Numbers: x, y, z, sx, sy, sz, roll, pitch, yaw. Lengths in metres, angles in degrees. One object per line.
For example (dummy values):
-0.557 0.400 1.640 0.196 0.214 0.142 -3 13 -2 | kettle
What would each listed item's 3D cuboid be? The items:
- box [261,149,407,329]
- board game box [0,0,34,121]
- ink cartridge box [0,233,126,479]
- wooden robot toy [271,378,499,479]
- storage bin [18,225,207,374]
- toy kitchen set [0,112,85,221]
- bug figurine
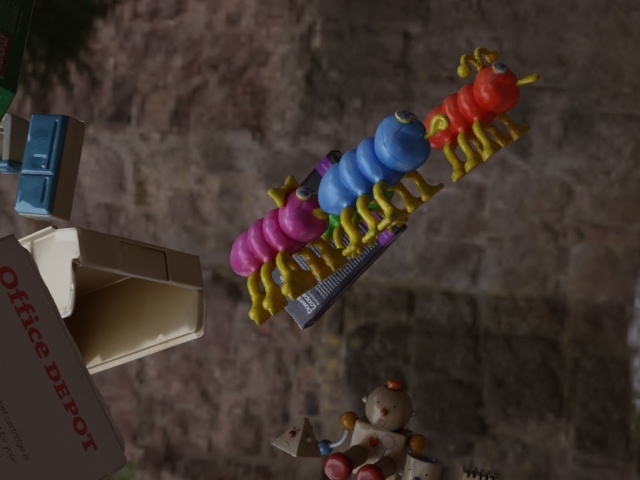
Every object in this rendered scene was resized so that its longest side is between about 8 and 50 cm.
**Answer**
0.000 0.000 1.433 0.162 0.116 0.029 -46 -16 20 | box
-0.360 -0.154 1.372 0.213 0.046 0.317 -54 24 26 | board game box
-0.333 0.154 1.048 0.306 0.131 0.226 -25 -90 -53 | ink cartridge box
0.052 0.144 0.992 0.076 0.173 0.079 1 -76 -71 | wooden robot toy
-0.325 0.086 1.761 0.262 0.260 0.123 17 -121 -56 | storage bin
-0.412 -0.101 1.549 0.166 0.207 0.122 21 -106 -61 | toy kitchen set
0.040 -0.043 0.929 0.072 0.216 0.279 53 -151 2 | bug figurine
